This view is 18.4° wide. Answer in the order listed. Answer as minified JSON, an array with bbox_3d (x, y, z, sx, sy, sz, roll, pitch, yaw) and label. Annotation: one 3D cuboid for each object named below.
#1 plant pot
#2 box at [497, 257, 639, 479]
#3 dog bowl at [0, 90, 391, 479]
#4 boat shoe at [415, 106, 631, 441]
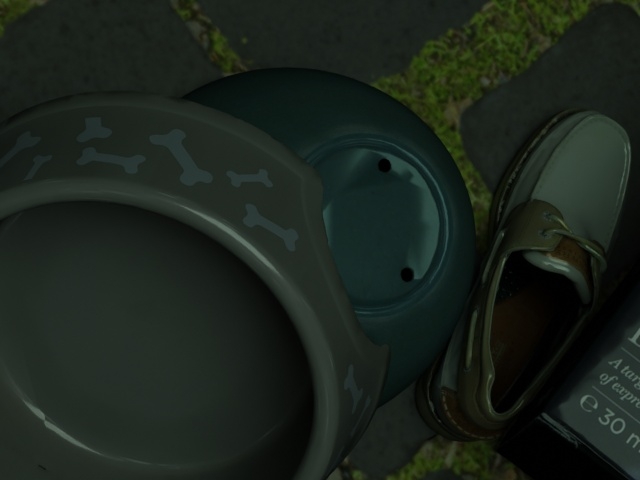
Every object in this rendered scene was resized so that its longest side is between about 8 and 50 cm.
[{"bbox_3d":[0.000,0.000,1.477,0.290,0.195,0.290,2,84,-20],"label":"plant pot"},{"bbox_3d":[0.381,0.090,1.546,0.293,0.212,0.395,37,77,5],"label":"box"},{"bbox_3d":[-0.129,0.076,1.356,0.349,0.349,0.102,43,28,-11],"label":"dog bowl"},{"bbox_3d":[0.184,0.026,1.589,0.113,0.103,0.302,28,75,-15],"label":"boat shoe"}]
